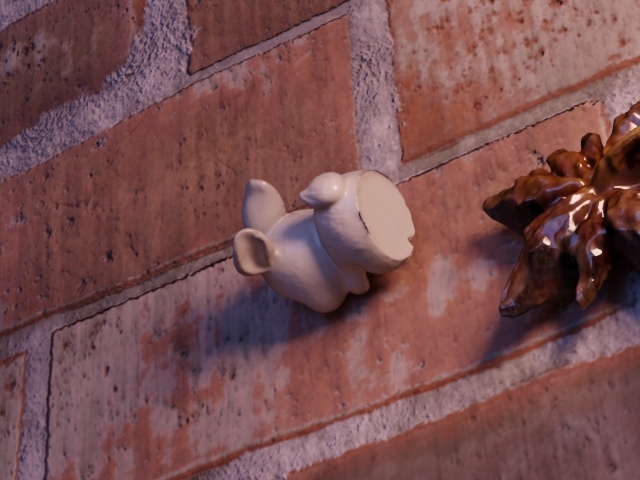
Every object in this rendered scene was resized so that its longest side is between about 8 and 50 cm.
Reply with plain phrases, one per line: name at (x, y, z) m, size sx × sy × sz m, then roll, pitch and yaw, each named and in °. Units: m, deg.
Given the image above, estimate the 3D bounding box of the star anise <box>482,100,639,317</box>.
star anise at (0.324, -0.054, 2.082) m, size 0.349 × 0.109 × 0.292 m, roll -10°, pitch 59°, yaw 32°

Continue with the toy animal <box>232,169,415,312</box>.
toy animal at (0.001, -0.007, 2.246) m, size 0.193 × 0.178 × 0.127 m, roll -16°, pitch 49°, yaw 26°
